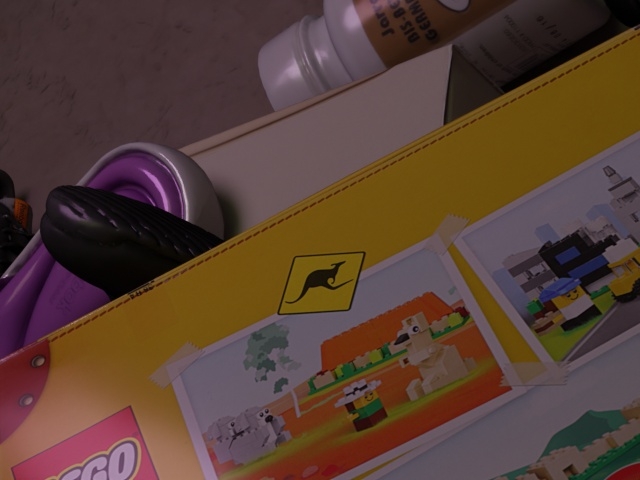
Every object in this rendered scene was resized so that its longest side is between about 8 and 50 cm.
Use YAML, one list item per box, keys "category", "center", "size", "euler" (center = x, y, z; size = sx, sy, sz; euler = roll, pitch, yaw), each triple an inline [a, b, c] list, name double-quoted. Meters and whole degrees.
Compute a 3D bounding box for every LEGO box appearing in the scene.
- category: "LEGO box"
  center: [0.109, 0.127, 0.931]
  size: [0.500, 0.193, 0.372]
  euler: [-27, 42, -1]

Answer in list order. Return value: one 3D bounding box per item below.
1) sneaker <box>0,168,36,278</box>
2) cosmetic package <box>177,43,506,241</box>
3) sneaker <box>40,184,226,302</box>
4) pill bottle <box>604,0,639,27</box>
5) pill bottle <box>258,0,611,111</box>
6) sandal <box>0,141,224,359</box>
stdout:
- category: "sneaker"
  center: [-0.272, 0.025, 1.580]
  size: [0.108, 0.100, 0.271]
  euler: [-39, 39, 5]
- category: "cosmetic package"
  center: [0.000, 0.000, 1.286]
  size: [0.309, 0.160, 0.113]
  euler: [-19, 49, 32]
- category: "sneaker"
  center: [-0.054, 0.082, 1.138]
  size: [0.122, 0.330, 0.146]
  euler: [33, 90, 48]
- category: "pill bottle"
  center: [0.283, -0.191, 1.196]
  size: [0.219, 0.123, 0.123]
  euler: [-4, 57, 42]
- category: "pill bottle"
  center: [0.075, -0.152, 1.359]
  size: [0.229, 0.131, 0.131]
  euler: [-31, 42, 23]
- category: "sandal"
  center: [-0.222, 0.105, 1.244]
  size: [0.169, 0.102, 0.416]
  euler: [38, 99, 39]
